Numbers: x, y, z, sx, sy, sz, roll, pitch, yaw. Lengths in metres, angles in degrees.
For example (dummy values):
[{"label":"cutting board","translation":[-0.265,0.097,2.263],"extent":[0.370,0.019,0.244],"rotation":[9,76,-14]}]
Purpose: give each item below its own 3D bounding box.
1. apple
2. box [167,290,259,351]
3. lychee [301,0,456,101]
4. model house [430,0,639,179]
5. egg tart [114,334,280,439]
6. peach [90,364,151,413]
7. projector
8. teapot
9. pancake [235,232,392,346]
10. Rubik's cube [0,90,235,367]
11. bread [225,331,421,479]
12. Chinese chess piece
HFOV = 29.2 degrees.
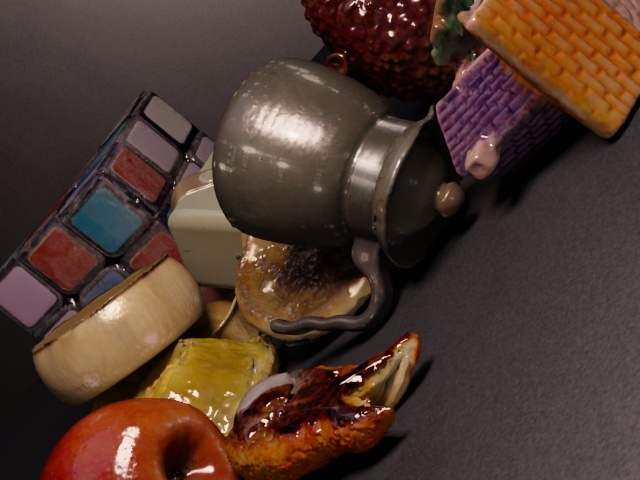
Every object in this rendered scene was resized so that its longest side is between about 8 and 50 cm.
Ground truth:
[{"label":"apple","translation":[-0.196,0.282,1.332],"extent":[0.201,0.218,0.218],"rotation":[-34,20,37]},{"label":"box","translation":[-0.170,0.154,1.847],"extent":[0.177,0.111,0.111],"rotation":[-44,14,27]},{"label":"lychee","translation":[0.124,-0.355,1.833],"extent":[0.330,0.306,0.306],"rotation":[-47,12,-11]},{"label":"model house","translation":[0.210,-0.199,1.303],"extent":[0.237,0.202,0.237],"rotation":[-41,15,39]},{"label":"egg tart","translation":[-0.189,0.238,1.627],"extent":[0.345,0.132,0.345],"rotation":[-45,13,13]},{"label":"peach","translation":[-0.293,0.268,1.858],"extent":[0.179,0.103,0.179],"rotation":[-174,90,-90]},{"label":"projector","translation":[-0.095,-0.032,1.794],"extent":[0.242,0.163,0.177],"rotation":[2,41,24]},{"label":"teapot","translation":[0.024,-0.050,1.422],"extent":[0.285,0.223,0.305],"rotation":[17,66,30]},{"label":"pancake","translation":[0.000,0.001,1.580],"extent":[0.282,0.049,0.282],"rotation":[-19,53,27]},{"label":"Rubik's cube","translation":[-0.294,0.025,2.081],"extent":[0.359,0.362,0.363],"rotation":[-41,17,28]},{"label":"bread","translation":[-0.002,0.183,1.247],"extent":[0.269,0.095,0.139],"rotation":[-19,33,41]},{"label":"Chinese chess piece","translation":[-0.286,0.125,1.744],"extent":[0.257,0.104,0.257],"rotation":[-35,6,4]}]
